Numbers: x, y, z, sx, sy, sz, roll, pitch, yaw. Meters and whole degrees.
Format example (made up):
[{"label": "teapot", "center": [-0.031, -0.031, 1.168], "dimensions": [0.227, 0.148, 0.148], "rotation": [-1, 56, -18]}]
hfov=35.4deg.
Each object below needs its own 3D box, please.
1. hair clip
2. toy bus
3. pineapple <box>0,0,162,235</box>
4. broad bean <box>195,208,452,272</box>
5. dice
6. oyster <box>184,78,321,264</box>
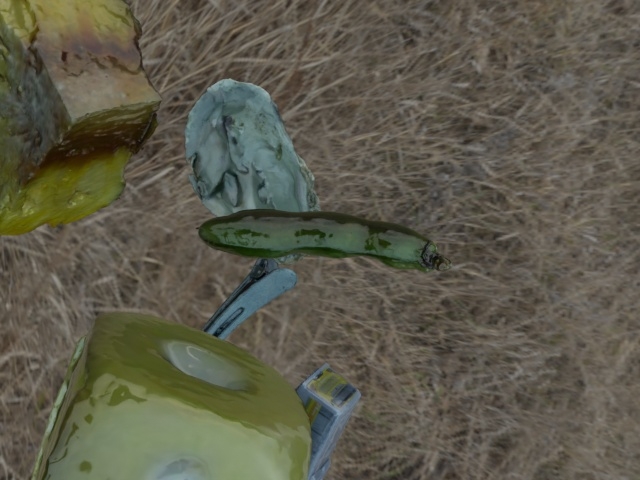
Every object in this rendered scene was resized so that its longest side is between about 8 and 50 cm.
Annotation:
[{"label": "hair clip", "center": [-0.144, 0.137, 1.458], "dimensions": [0.275, 0.083, 0.048], "rotation": [-49, 127, -4]}, {"label": "toy bus", "center": [-0.019, 0.226, 1.133], "dimensions": [0.075, 0.064, 0.191], "rotation": [32, 124, 16]}, {"label": "pineapple", "center": [-0.187, -0.102, 0.678], "dimensions": [0.114, 0.186, 0.237], "rotation": [-27, 130, -39]}, {"label": "broad bean", "center": [0.001, -0.003, 0.956], "dimensions": [0.254, 0.065, 0.047], "rotation": [6, 128, 14]}, {"label": "dice", "center": [-0.155, 0.220, 0.960], "dimensions": [0.226, 0.238, 0.233], "rotation": [22, 100, -15]}, {"label": "oyster", "center": [-0.075, -0.083, 1.298], "dimensions": [0.252, 0.087, 0.199], "rotation": [25, 99, -30]}]
